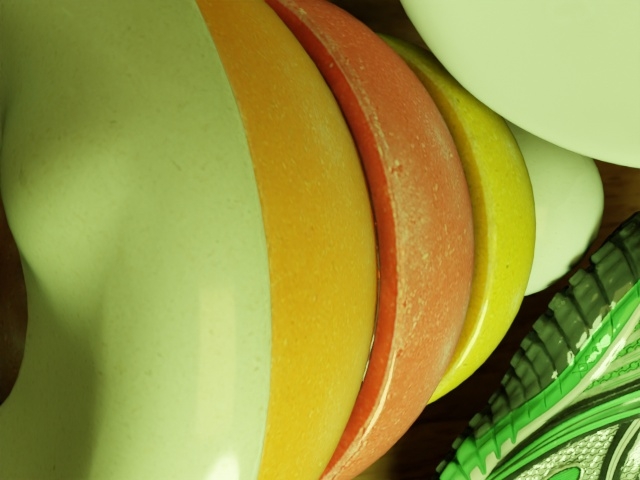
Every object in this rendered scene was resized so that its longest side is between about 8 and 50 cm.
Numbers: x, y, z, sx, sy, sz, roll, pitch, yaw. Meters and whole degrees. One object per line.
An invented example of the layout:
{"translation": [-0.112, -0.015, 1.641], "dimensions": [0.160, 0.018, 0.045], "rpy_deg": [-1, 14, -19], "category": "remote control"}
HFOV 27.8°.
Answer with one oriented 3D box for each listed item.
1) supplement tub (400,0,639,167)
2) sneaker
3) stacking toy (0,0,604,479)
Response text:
{"translation": [0.197, -0.221, 0.619], "dimensions": [0.331, 0.241, 0.241], "rpy_deg": [-54, 132, -32], "category": "supplement tub"}
{"translation": [0.162, 0.155, 0.845], "dimensions": [0.134, 0.146, 0.344], "rpy_deg": [-30, 154, -53], "category": "sneaker"}
{"translation": [0.000, 0.000, 0.672], "dimensions": [0.479, 0.350, 0.351], "rpy_deg": [-6, 116, -43], "category": "stacking toy"}
